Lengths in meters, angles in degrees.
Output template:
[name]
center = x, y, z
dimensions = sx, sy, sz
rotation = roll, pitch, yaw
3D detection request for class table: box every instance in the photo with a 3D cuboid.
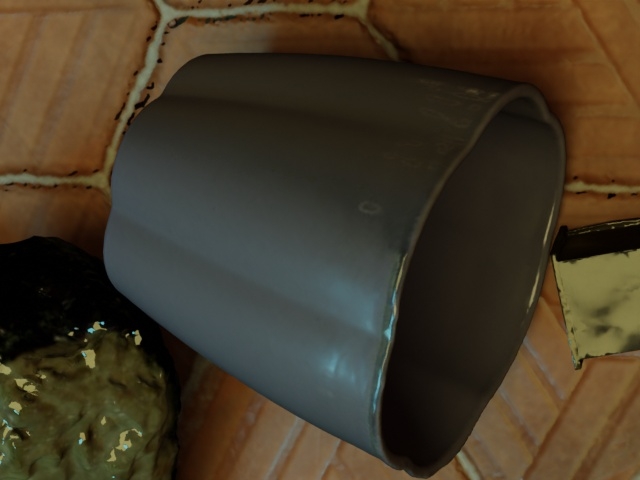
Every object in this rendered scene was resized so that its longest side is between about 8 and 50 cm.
[table]
center = 0.207, 0.032, 1.116
dimensions = 0.082, 0.070, 0.083
rotation = -9, 103, 17

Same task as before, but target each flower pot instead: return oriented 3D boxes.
[flower pot]
center = 0.000, 0.000, 1.086
dimensions = 0.243, 0.265, 0.265
rotation = 16, 112, 24

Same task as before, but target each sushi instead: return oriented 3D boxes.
[sushi]
center = -0.206, 0.172, 1.193
dimensions = 0.210, 0.171, 0.350
rotation = 0, 122, -21
